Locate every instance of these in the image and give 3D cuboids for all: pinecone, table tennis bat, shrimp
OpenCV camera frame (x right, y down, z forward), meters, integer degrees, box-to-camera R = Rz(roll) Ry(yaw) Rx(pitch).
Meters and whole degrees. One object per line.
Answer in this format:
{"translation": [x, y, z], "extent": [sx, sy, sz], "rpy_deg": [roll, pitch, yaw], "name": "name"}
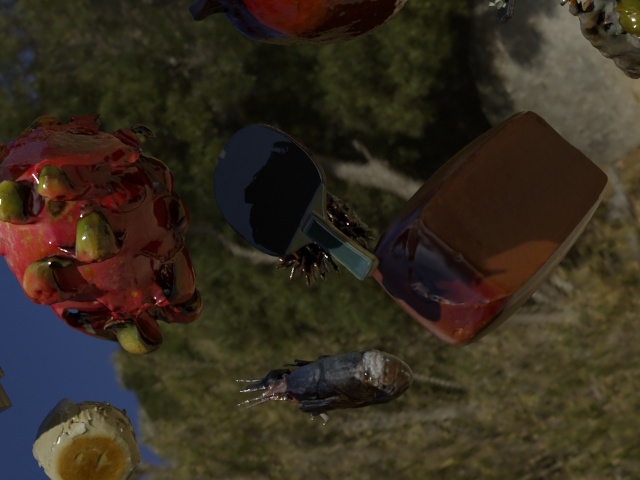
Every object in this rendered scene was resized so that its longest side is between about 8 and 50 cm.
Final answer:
{"translation": [-0.007, -0.001, 2.119], "extent": [0.163, 0.165, 0.163], "rpy_deg": [44, -171, -9], "name": "pinecone"}
{"translation": [-0.033, -0.039, 1.566], "extent": [0.274, 0.154, 0.021], "rpy_deg": [39, -156, 26], "name": "table tennis bat"}
{"translation": [0.002, 0.265, 2.253], "extent": [0.145, 0.343, 0.116], "rpy_deg": [43, -139, -63], "name": "shrimp"}

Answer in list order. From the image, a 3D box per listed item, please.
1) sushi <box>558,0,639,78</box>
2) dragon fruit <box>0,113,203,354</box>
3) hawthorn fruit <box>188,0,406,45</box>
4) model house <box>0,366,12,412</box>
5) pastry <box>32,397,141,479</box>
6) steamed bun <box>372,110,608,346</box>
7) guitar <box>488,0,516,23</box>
{"translation": [0.416, -0.277, 1.271], "extent": [0.417, 0.175, 0.417], "rpy_deg": [23, 172, 3], "name": "sushi"}
{"translation": [-0.253, -0.002, 1.437], "extent": [0.307, 0.243, 0.227], "rpy_deg": [23, -141, -18], "name": "dragon fruit"}
{"translation": [-0.012, -0.384, 1.568], "extent": [0.311, 0.295, 0.295], "rpy_deg": [-14, -109, -47], "name": "hawthorn fruit"}
{"translation": [-0.607, 0.242, 1.844], "extent": [0.181, 0.248, 0.176], "rpy_deg": [60, 179, 7], "name": "model house"}
{"translation": [-0.357, 0.319, 1.906], "extent": [0.166, 0.166, 0.088], "rpy_deg": [52, -178, -24], "name": "pastry"}
{"translation": [0.246, -0.007, 1.894], "extent": [0.235, 0.379, 0.248], "rpy_deg": [42, 151, 6], "name": "steamed bun"}
{"translation": [0.234, -0.373, 1.369], "extent": [0.038, 0.271, 0.084], "rpy_deg": [19, -179, -8], "name": "guitar"}
